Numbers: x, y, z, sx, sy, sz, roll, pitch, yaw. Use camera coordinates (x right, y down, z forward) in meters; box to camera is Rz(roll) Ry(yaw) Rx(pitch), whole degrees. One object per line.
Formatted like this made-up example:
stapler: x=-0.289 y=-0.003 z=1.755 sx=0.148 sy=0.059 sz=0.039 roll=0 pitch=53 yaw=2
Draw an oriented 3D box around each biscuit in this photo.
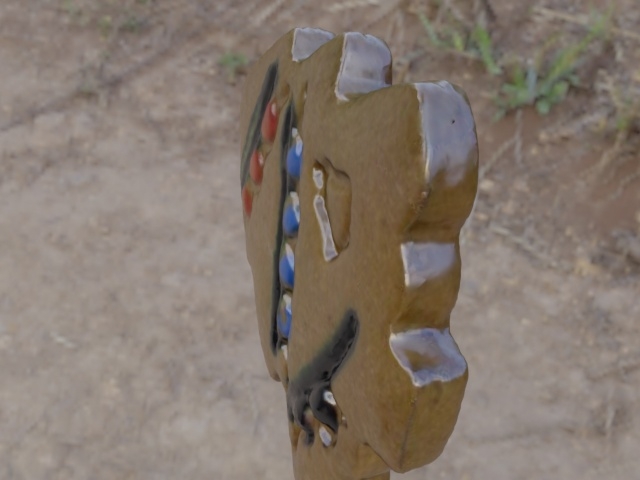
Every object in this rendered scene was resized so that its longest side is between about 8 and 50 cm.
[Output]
biscuit: x=-0.001 y=0.000 z=0.726 sx=0.043 sy=0.278 sz=0.301 roll=-3 pitch=35 yaw=-20
